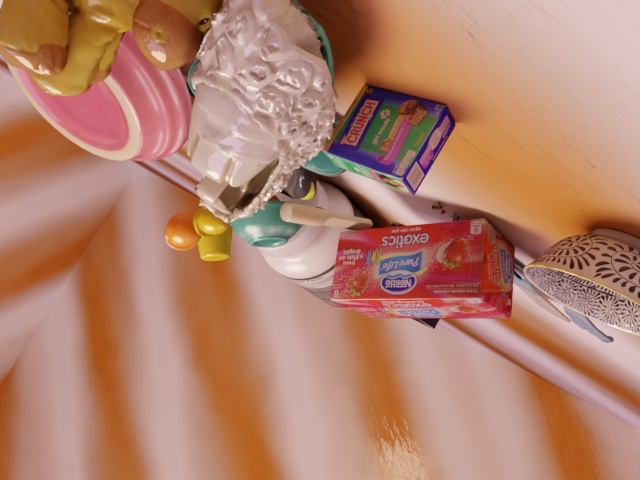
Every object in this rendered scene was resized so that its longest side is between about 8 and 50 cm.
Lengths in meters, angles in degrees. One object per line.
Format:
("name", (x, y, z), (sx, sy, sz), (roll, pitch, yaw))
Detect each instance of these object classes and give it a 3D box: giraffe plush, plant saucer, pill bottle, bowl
("giraffe plush", (-0.167, -0.224, 0.548), (0.171, 0.210, 0.181), (14, -154, -1))
("plant saucer", (-0.357, -0.244, 0.921), (0.332, 0.084, 0.332), (23, 146, 17))
("pill bottle", (0.000, 0.000, 1.250), (0.210, 0.210, 0.363), (26, 172, 33))
("bowl", (0.327, 0.038, 0.675), (0.170, 0.080, 0.170), (29, 173, 4))

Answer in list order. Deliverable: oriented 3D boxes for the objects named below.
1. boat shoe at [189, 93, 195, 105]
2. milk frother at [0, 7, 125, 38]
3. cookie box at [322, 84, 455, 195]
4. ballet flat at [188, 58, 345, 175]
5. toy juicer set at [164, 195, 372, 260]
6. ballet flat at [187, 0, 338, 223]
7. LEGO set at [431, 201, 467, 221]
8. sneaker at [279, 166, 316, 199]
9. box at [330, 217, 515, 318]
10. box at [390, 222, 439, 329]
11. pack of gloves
("boat shoe", (-0.284, -0.247, 1.085), (0.285, 0.102, 0.092), (27, 172, -38))
("milk frother", (-0.279, -0.277, 0.672), (0.129, 0.134, 0.143), (31, 173, -14))
("cookie box", (0.071, -0.108, 0.629), (0.107, 0.091, 0.040), (25, 169, 36))
("ballet flat", (-0.061, -0.177, 0.820), (0.247, 0.083, 0.087), (31, -162, -7))
("toy juicer set", (-0.104, -0.044, 0.978), (0.329, 0.089, 0.209), (-10, 166, 22))
("ballet flat", (-0.079, -0.099, 0.641), (0.147, 0.147, 0.409), (30, 165, -1))
("LEGO set", (0.208, -0.030, 0.928), (0.083, 0.023, 0.054), (28, 173, 18))
("sneaker", (-0.110, -0.127, 1.000), (0.121, 0.111, 0.300), (-10, -163, -34))
("box", (0.159, 0.052, 0.937), (0.257, 0.122, 0.128), (-5, 158, 36))
("box", (0.184, 0.067, 1.185), (0.093, 0.158, 0.156), (35, 172, -41))
("pack of gloves", (0.382, 0.077, 0.997), (0.232, 0.046, 0.195), (37, -178, -29))
